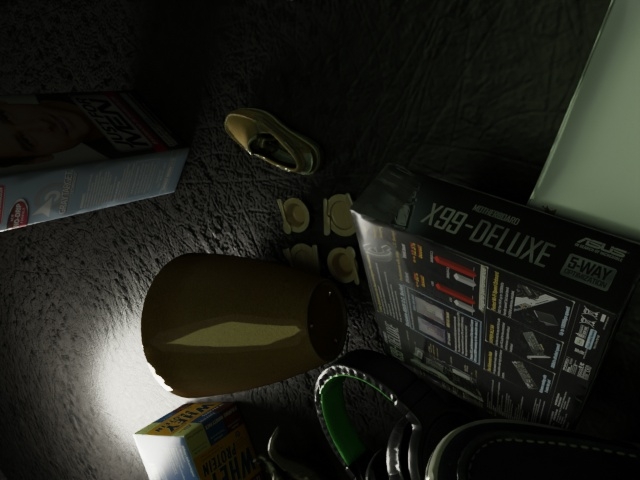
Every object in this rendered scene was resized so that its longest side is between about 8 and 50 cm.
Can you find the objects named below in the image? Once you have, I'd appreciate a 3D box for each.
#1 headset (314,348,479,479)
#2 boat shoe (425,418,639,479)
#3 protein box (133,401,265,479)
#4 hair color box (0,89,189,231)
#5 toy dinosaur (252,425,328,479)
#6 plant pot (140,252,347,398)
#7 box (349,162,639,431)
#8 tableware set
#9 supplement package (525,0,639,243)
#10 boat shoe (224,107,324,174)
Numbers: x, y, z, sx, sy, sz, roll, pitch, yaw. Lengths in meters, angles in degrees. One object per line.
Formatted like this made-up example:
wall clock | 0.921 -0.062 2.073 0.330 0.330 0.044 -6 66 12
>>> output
headset | 0.120 0.329 0.688 0.394 0.185 0.243 43 140 23
boat shoe | 0.331 0.257 0.408 0.500 0.187 0.156 17 139 22
protein box | -0.249 0.457 1.087 0.201 0.136 0.200 -18 93 41
hair color box | -0.429 -0.144 0.868 0.185 0.374 0.114 44 128 18
toy dinosaur | -0.037 0.455 0.951 0.160 0.121 0.314 10 107 24
plant pot | -0.097 0.128 0.808 0.254 0.237 0.237 -6 101 31
box | 0.171 0.083 0.561 0.242 0.076 0.307 24 151 32
tableware set | 0.000 0.000 0.805 0.168 0.020 0.141 0 104 40
supplement package | 0.325 -0.110 0.421 0.204 0.145 0.262 29 122 29
boat shoe | -0.085 -0.151 0.787 0.190 0.072 0.068 27 121 30
